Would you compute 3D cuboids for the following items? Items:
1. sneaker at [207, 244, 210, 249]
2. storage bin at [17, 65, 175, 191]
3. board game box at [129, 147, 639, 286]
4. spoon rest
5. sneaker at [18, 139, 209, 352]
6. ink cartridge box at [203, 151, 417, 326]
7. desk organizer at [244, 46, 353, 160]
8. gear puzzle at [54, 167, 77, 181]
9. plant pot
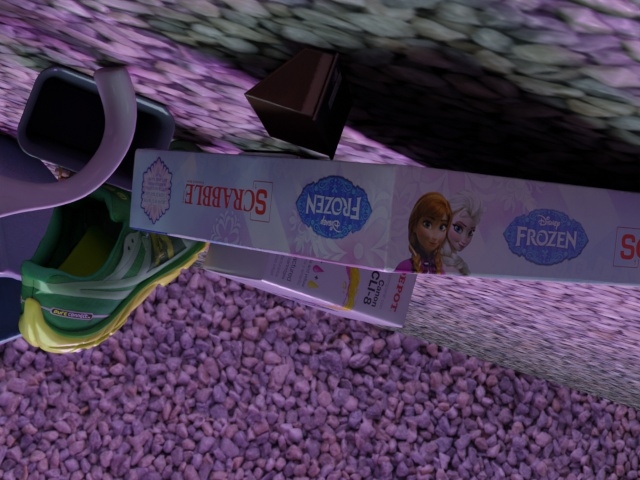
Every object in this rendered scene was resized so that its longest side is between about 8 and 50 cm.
[{"bbox_3d":[-0.066,-0.018,1.543,0.135,0.098,0.276,14,175,32],"label":"sneaker"},{"bbox_3d":[-0.218,-0.102,1.272,0.135,0.098,0.091,20,-176,-22],"label":"storage bin"},{"bbox_3d":[0.077,-0.016,0.976,0.318,0.066,0.318,4,-178,-34],"label":"board game box"},{"bbox_3d":[-0.262,-0.045,1.096,0.137,0.276,0.084,9,128,58],"label":"spoon rest"},{"bbox_3d":[-0.186,-0.014,1.324,0.109,0.295,0.124,16,133,20],"label":"sneaker"},{"bbox_3d":[0.000,0.000,1.367,0.176,0.128,0.127,20,173,-32],"label":"ink cartridge box"},{"bbox_3d":[-0.013,-0.096,0.929,0.050,0.047,0.130,19,174,8],"label":"desk organizer"},{"bbox_3d":[-0.236,-0.035,2.096,0.338,0.044,0.175,16,174,15],"label":"gear puzzle"},{"bbox_3d":[-0.475,-0.012,1.869,0.247,0.252,0.248,-18,161,19],"label":"plant pot"}]
